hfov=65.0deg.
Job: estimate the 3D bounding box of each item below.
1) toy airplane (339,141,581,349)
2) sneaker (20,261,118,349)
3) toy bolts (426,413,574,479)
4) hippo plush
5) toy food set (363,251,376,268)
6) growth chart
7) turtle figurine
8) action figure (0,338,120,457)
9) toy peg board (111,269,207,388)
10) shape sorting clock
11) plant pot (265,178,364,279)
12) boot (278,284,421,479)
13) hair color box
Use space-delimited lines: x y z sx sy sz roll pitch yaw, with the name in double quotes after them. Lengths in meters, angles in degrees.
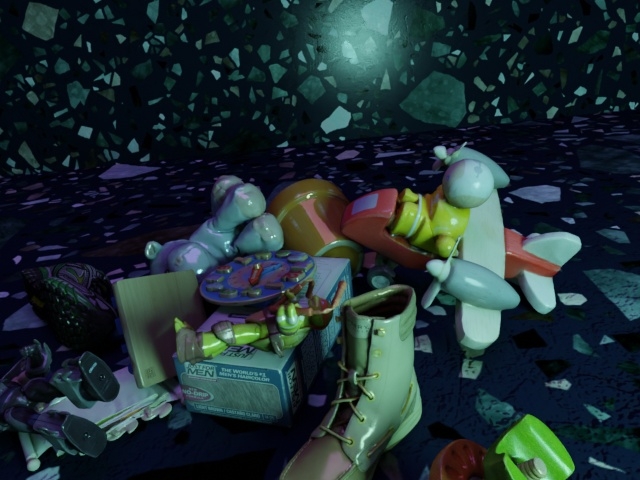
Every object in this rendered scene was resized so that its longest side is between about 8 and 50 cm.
0.278 -0.022 0.917 0.384 0.273 0.386 -24 48 -22 "toy airplane"
-0.483 0.103 1.007 0.146 0.134 0.343 -23 27 -37 "sneaker"
0.153 0.306 0.434 0.228 0.158 0.218 -17 64 -49 "toy bolts"
-0.243 0.002 1.049 0.236 0.235 0.294 -25 26 -36 "hippo plush"
0.125 0.048 1.141 0.083 0.020 0.083 0 23 15 "toy food set"
-0.329 0.253 0.755 0.237 0.021 0.172 -18 26 -28 "growth chart"
-0.073 0.114 0.672 0.217 0.087 0.269 -13 1 -6 "turtle figurine"
-0.408 0.222 0.690 0.284 0.099 0.185 -9 46 25 "action figure"
-0.267 0.142 0.813 0.079 0.161 0.160 -20 -6 29 "toy peg board"
-0.108 0.058 0.871 0.206 0.040 0.206 -6 22 2 "shape sorting clock"
0.000 0.000 1.091 0.205 0.205 0.188 -13 40 -18 "plant pot"
0.038 0.181 0.596 0.095 0.204 0.261 16 30 40 "boot"
-0.072 0.144 0.845 0.173 0.105 0.347 1 23 20 "hair color box"
